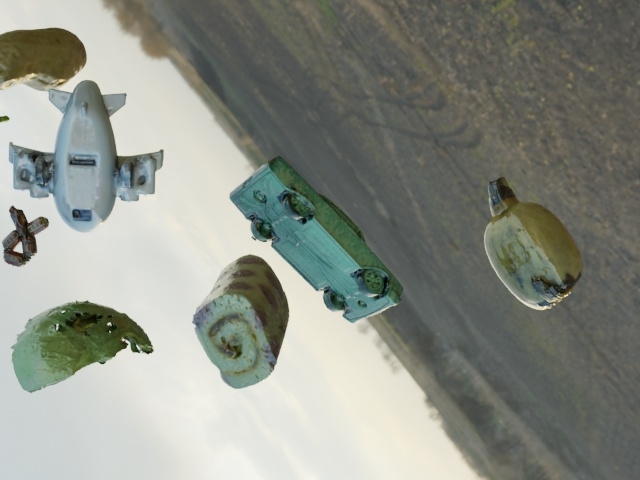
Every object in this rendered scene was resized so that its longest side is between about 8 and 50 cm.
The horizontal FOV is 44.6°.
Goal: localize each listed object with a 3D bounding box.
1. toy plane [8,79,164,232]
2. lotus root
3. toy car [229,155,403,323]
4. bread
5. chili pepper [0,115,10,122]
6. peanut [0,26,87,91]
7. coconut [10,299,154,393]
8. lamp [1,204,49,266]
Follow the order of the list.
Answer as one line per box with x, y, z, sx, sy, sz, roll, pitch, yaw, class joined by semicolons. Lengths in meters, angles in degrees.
-0.376;-0.135;1.256;0.245;0.244;0.117;52;175;-11;toy plane
0.454;0.002;1.731;0.310;0.183;0.183;61;-178;17;lotus root
0.000;0.000;1.311;0.321;0.097;0.141;45;139;-12;toy car
-0.152;0.155;1.634;0.187;0.155;0.338;61;-173;-10;bread
-0.614;-0.239;1.454;0.017;0.030;0.083;37;-177;27;chili pepper
-0.484;-0.301;1.309;0.226;0.095;0.108;-28;-81;-57;peanut
-0.279;0.110;0.893;0.133;0.158;0.055;34;128;23;coconut
-0.439;-0.003;1.142;0.063;0.083;0.031;20;178;5;lamp
